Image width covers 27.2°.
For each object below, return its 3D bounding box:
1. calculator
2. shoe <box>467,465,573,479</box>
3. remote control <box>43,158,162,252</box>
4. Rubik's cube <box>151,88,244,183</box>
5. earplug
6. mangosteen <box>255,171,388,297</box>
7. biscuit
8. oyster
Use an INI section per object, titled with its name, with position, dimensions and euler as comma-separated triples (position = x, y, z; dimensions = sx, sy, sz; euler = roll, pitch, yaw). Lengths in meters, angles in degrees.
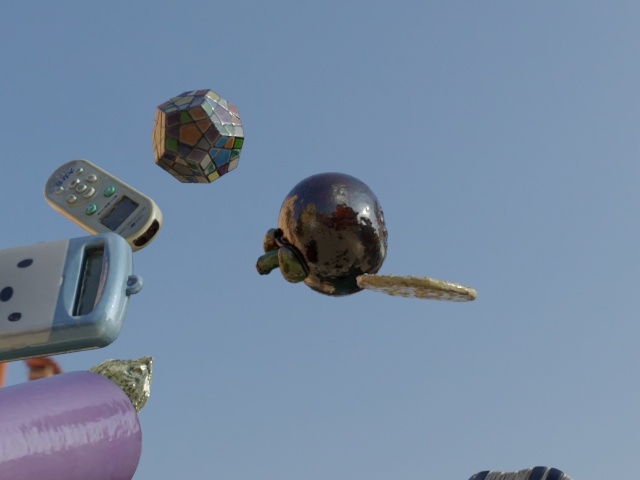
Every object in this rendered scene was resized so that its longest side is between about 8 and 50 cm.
[calculator]
position = -0.255, 0.052, 1.170
dimensions = 0.210, 0.121, 0.039
euler = -8, -41, 13
[shoe]
position = 0.259, 0.344, 1.651
dimensions = 0.106, 0.091, 0.207
euler = 45, -30, -19
[remote control]
position = -0.280, -0.044, 1.698
dimensions = 0.221, 0.078, 0.042
euler = 29, -21, 42
[Rubik's cube]
position = -0.139, -0.117, 1.493
dimensions = 0.111, 0.093, 0.111
euler = 19, -26, 10
[earplug]
position = -0.454, 0.305, 1.852
dimensions = 0.215, 0.215, 0.456
euler = -12, -6, 22
[mangosteen]
position = 0.008, -0.008, 2.202
dimensions = 0.216, 0.216, 0.216
euler = 1, -30, 1
[biscuit]
position = 0.116, 0.059, 1.592
dimensions = 0.152, 0.020, 0.152
euler = 7, -7, 1
[oyster]
position = -0.368, 0.269, 2.337
dimensions = 0.177, 0.125, 0.064
euler = -12, -15, -23
